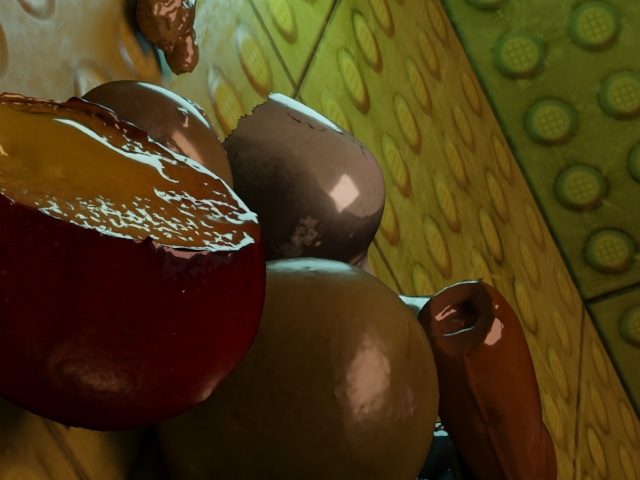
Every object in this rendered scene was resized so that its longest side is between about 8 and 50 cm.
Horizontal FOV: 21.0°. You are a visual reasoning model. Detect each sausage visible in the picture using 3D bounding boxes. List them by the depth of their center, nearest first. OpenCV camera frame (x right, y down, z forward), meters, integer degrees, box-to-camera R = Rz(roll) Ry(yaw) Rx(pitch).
[{"bbox_3d":[0.191,0.188,1.889,0.354,0.116,0.134,65,11,-46],"label":"sausage"}]

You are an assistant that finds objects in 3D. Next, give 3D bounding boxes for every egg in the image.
[{"bbox_3d":[-0.172,-0.067,1.724,0.201,0.164,0.164,53,25,-23],"label":"egg"}]

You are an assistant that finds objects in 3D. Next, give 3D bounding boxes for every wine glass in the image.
[{"bbox_3d":[0.000,0.000,1.948,0.323,0.238,0.238,48,21,0],"label":"wine glass"}]

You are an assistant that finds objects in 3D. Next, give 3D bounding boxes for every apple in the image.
[{"bbox_3d":[-0.026,0.164,1.703,0.292,0.292,0.254,53,28,-40],"label":"apple"}]

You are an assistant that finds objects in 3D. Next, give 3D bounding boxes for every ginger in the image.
[{"bbox_3d":[-0.180,-0.335,2.098,0.118,0.065,0.298,68,16,-50],"label":"ginger"}]

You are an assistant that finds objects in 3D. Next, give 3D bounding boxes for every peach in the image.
[{"bbox_3d":[-0.204,-0.004,1.428,0.338,0.281,0.281,58,23,-31],"label":"peach"}]

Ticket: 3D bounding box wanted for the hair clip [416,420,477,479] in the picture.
[{"bbox_3d":[0.119,0.334,2.037,0.194,0.206,0.310,55,26,-27],"label":"hair clip"}]
